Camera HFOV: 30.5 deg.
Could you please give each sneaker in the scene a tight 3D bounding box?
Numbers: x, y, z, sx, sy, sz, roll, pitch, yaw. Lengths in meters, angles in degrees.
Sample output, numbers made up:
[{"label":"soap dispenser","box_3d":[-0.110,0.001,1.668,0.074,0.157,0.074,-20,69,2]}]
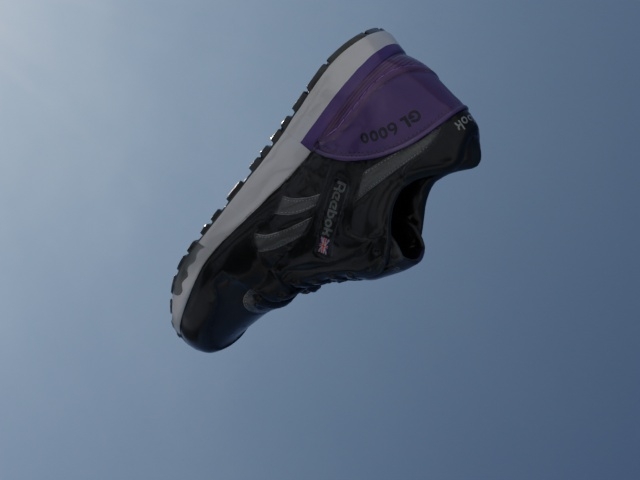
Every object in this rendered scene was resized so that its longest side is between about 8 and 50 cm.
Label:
[{"label":"sneaker","box_3d":[0.000,0.000,0.826,0.124,0.107,0.283,44,-61,14]}]
